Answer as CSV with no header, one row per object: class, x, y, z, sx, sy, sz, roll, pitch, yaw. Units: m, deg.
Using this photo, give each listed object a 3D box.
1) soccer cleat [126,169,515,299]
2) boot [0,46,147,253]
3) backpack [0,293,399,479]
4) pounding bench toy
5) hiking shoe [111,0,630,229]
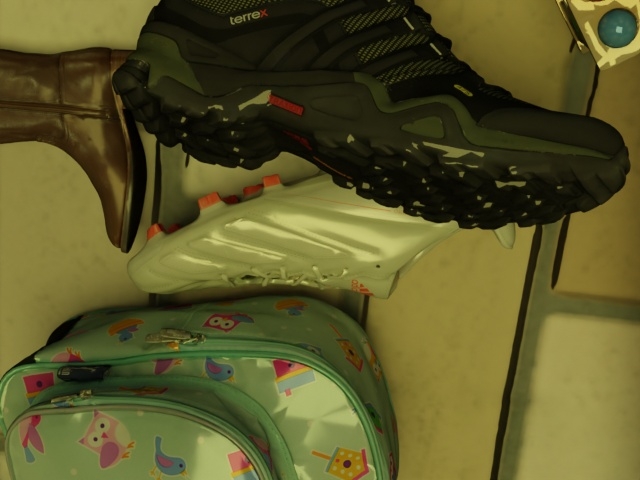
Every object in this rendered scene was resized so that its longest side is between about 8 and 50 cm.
soccer cleat,0.000,0.000,0.525,0.196,0.068,0.076,-19,89,6
boot,-0.147,-0.047,0.537,0.114,0.037,0.107,1,96,0
backpack,-0.054,0.114,0.532,0.188,0.144,0.166,-9,103,4
pounding bench toy,0.149,-0.121,0.478,0.083,0.065,0.052,-27,105,12
hiking shoe,0.027,-0.079,0.464,0.226,0.086,0.114,15,75,8
